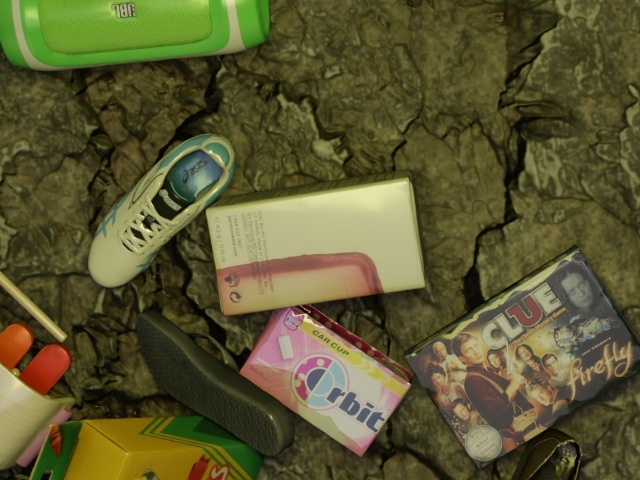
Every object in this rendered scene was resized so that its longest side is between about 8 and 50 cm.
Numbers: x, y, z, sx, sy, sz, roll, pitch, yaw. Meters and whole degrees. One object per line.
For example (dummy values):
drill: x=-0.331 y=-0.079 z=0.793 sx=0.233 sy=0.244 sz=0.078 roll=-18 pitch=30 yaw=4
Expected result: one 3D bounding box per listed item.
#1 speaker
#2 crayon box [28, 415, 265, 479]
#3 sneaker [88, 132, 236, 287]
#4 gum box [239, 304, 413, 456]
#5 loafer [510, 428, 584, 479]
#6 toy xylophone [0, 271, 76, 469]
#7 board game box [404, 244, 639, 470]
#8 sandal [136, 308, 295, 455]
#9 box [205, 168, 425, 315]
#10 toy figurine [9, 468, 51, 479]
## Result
speaker: x=-0.212 y=-0.267 z=1.472 sx=0.296 sy=0.131 sz=0.131 roll=-5 pitch=97 yaw=6
crayon box: x=-0.206 y=0.305 z=1.446 sx=0.081 sy=0.318 sz=0.202 roll=28 pitch=100 yaw=32
sneaker: x=-0.194 y=-0.036 z=1.520 sx=0.085 sy=0.086 sz=0.237 roll=44 pitch=100 yaw=-3
gum box: x=0.003 y=0.157 z=1.536 sx=0.188 sy=0.062 sz=0.107 roll=34 pitch=99 yaw=1
loafer: x=0.245 y=0.315 z=1.486 sx=0.080 sy=0.078 sz=0.220 roll=23 pitch=71 yaw=-5
toy xylophone: x=-0.433 y=0.129 z=1.561 sx=0.236 sy=0.081 sz=0.322 roll=-41 pitch=92 yaw=8
board game box: x=0.244 y=0.139 z=1.524 sx=0.243 sy=0.042 sz=0.165 roll=-33 pitch=93 yaw=8
sandal: x=-0.122 y=0.165 z=1.517 sx=0.254 sy=0.054 sz=0.097 roll=34 pitch=136 yaw=27
box: x=0.000 y=0.000 z=1.475 sx=0.232 sy=0.148 sz=0.127 roll=-8 pitch=97 yaw=6
toy figurine: x=-0.384 y=0.406 z=1.558 sx=0.213 sy=0.148 sz=0.209 roll=-29 pitch=94 yaw=7
